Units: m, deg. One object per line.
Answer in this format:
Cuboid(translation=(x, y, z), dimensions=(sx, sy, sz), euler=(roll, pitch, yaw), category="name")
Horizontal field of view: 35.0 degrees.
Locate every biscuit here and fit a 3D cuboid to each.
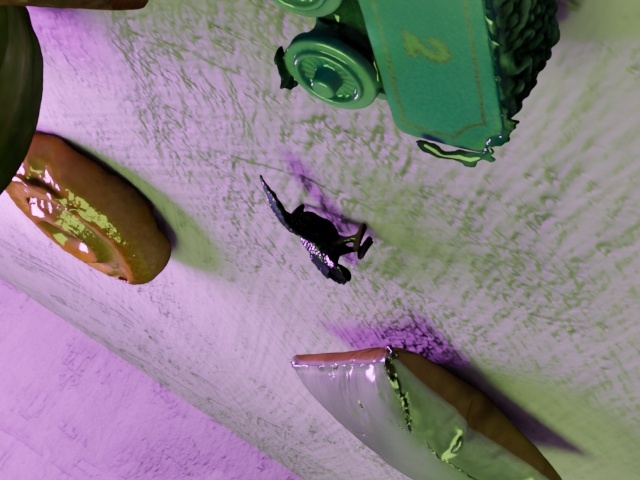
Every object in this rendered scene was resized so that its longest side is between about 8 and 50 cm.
Cuboid(translation=(-0.356, -0.038, 1.518), dimensions=(0.296, 0.102, 0.296), euler=(32, 159, 14), category="biscuit")

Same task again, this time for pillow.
Cuboid(translation=(0.132, 0.238, 1.328), dimensions=(0.312, 0.119, 0.310), euler=(40, 157, -13), category="pillow")

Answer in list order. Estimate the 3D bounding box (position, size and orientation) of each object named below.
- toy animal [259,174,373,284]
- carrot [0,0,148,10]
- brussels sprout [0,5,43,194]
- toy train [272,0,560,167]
Cuboid(translation=(0.000, 0.000, 1.076), dimensions=(0.108, 0.062, 0.220), euler=(22, 163, 31), category="toy animal")
Cuboid(translation=(-0.277, -0.232, 0.759), dimensions=(0.307, 0.100, 0.258), euler=(12, -166, 25), category="carrot")
Cuboid(translation=(-0.435, -0.189, 1.008), dimensions=(0.315, 0.371, 0.276), euler=(-11, -174, 16), category="brussels sprout")
Cuboid(translation=(0.052, -0.148, 0.591), dimensions=(0.163, 0.112, 0.203), euler=(17, 155, 27), category="toy train")
